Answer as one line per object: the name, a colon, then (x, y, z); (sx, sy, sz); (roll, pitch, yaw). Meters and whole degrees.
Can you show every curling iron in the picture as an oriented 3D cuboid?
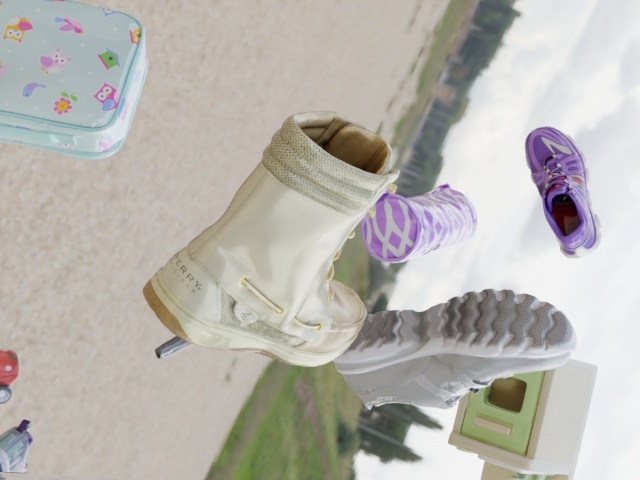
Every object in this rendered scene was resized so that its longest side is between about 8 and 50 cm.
curling iron: (-0.120, 0.106, 1.498); (0.274, 0.035, 0.068); (-30, 171, -42)

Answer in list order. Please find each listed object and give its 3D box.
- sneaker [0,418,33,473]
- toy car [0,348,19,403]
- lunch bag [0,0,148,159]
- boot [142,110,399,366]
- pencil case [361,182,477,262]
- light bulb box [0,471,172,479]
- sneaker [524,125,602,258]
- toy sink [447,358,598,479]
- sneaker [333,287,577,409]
sneaker: (-0.430, 0.340, 1.443); (0.098, 0.083, 0.224); (-45, 165, -52)
toy car: (-0.410, 0.237, 1.107); (0.239, 0.053, 0.225); (-29, -134, 34)
lunch bag: (-0.403, -0.237, 1.549); (0.108, 0.279, 0.224); (97, 4, -70)
boot: (0.000, 0.000, 0.893); (0.203, 0.095, 0.262); (-51, 146, 17)
pencil case: (0.125, -0.024, 1.316); (0.206, 0.086, 0.088); (-12, 95, -63)
light bulb box: (-0.058, 0.284, 0.445); (0.225, 0.361, 0.358); (-6, -105, 44)
sneaker: (0.277, -0.063, 1.226); (0.071, 0.068, 0.170); (34, 35, -56)
toy sink: (0.293, 0.275, 1.595); (0.131, 0.152, 0.234); (16, 87, -46)
sneaker: (0.153, 0.131, 1.195); (0.115, 0.281, 0.105); (66, 34, -26)
